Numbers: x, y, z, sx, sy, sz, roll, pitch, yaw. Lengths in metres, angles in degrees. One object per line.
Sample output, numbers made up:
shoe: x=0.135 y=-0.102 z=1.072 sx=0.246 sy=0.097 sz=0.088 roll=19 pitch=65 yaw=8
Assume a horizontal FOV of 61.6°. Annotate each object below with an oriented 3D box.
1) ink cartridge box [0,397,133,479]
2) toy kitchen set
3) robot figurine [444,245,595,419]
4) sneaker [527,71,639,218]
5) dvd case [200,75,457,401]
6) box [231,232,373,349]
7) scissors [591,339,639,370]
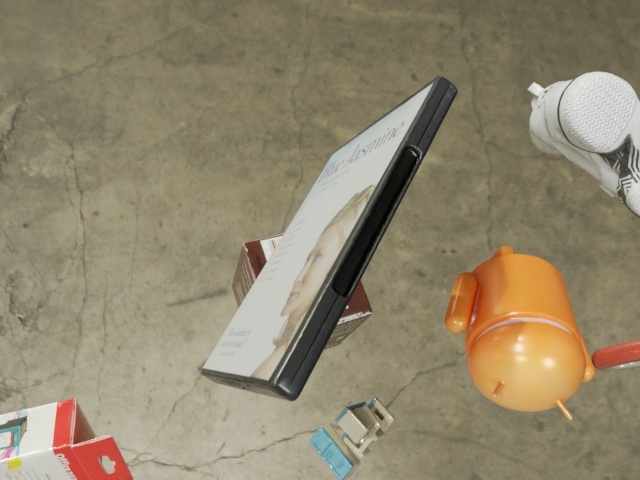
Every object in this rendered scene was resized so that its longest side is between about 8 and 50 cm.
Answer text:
ink cartridge box: x=-0.389 y=0.299 z=0.735 sx=0.231 sy=0.134 sz=0.078 roll=-10 pitch=42 yaw=-12
toy kitchen set: x=0.042 y=0.429 z=1.187 sx=0.122 sy=0.166 sz=0.207 roll=44 pitch=108 yaw=29
robot figurine: x=0.231 y=0.103 z=0.630 sx=0.158 sy=0.128 sz=0.219 roll=55 pitch=29 yaw=-28
sneaker: x=0.528 y=-0.169 z=0.983 sx=0.366 sy=0.210 sz=0.137 roll=39 pitch=100 yaw=-19
dvd case: x=0.000 y=0.000 z=0.420 sx=0.022 sy=0.180 sz=0.253 roll=36 pitch=67 yaw=-14
box: x=-0.040 y=0.096 z=0.901 sx=0.168 sy=0.203 sz=0.167 roll=-14 pitch=70 yaw=-19
scissors: x=0.292 y=0.049 z=0.343 sx=0.109 sy=0.297 sz=0.021 roll=-1 pitch=66 yaw=-8
